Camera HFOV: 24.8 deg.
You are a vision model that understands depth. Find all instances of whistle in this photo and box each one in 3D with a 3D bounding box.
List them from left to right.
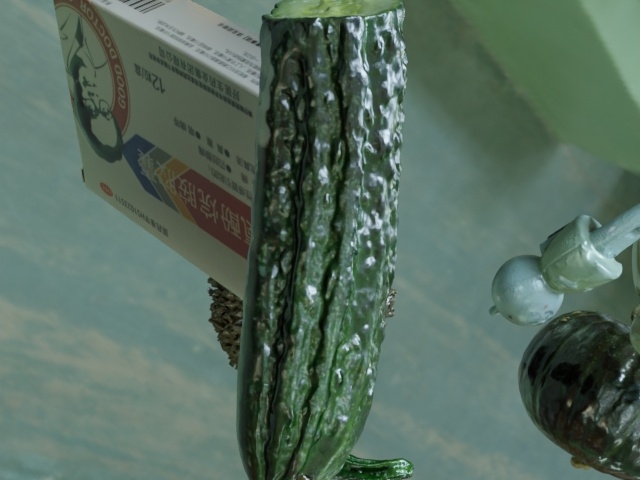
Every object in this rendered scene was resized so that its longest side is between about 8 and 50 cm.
[{"bbox_3d":[0.118,0.011,0.681,0.100,0.035,0.035,-36,162,30],"label":"whistle"}]

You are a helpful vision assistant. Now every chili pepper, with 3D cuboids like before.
[{"bbox_3d":[0.008,0.164,1.059,0.055,0.118,0.035,12,70,-47],"label":"chili pepper"}]

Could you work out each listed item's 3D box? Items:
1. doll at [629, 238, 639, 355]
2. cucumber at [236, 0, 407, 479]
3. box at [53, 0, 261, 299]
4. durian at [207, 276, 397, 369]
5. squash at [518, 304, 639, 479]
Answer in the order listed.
[{"bbox_3d":[0.284,0.011,1.042,0.275,0.113,0.155,64,46,-65],"label":"doll"},{"bbox_3d":[0.002,0.000,0.701,0.077,0.077,0.265,-1,95,-56],"label":"cucumber"},{"bbox_3d":[-0.089,-0.075,1.176,0.069,0.353,0.214,-27,131,-29],"label":"box"},{"bbox_3d":[-0.025,0.052,1.447,0.196,0.196,0.167,-27,120,-42],"label":"durian"},{"bbox_3d":[0.274,0.143,1.337,0.156,0.193,0.193,-42,149,-6],"label":"squash"}]
